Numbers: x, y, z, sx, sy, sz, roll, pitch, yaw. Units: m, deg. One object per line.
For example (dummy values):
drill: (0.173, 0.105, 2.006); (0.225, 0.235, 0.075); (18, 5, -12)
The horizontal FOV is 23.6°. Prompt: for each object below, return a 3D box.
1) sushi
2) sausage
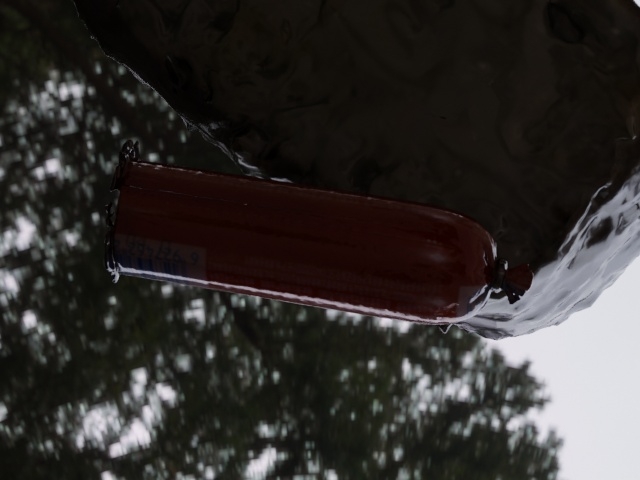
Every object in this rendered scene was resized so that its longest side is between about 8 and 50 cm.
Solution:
sushi: (0.043, -0.089, 0.755); (0.343, 0.182, 0.196); (38, -83, 17)
sausage: (0.000, 0.000, 0.520); (0.145, 0.048, 0.050); (9, -106, 10)
